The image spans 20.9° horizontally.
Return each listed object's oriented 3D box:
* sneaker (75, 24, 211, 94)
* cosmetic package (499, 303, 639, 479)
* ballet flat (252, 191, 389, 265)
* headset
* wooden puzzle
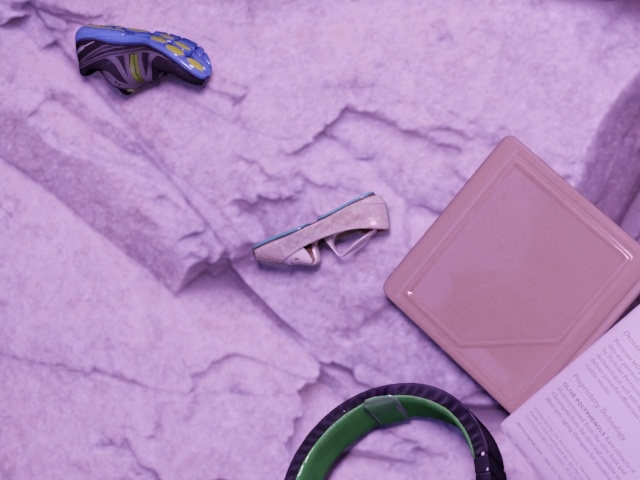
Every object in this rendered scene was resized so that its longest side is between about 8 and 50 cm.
[{"bbox_3d":[-0.210,-0.210,2.063,0.188,0.067,0.078,13,107,25],"label":"sneaker"},{"bbox_3d":[0.376,0.123,1.640,0.365,0.197,0.155,-43,65,11],"label":"cosmetic package"},{"bbox_3d":[0.000,0.000,1.922,0.168,0.057,0.052,-25,81,20],"label":"ballet flat"},{"bbox_3d":[0.060,0.315,1.731,0.243,0.185,0.394,-17,54,22],"label":"headset"},{"bbox_3d":[0.209,0.040,1.824,0.221,0.044,0.238,-51,60,10],"label":"wooden puzzle"}]
